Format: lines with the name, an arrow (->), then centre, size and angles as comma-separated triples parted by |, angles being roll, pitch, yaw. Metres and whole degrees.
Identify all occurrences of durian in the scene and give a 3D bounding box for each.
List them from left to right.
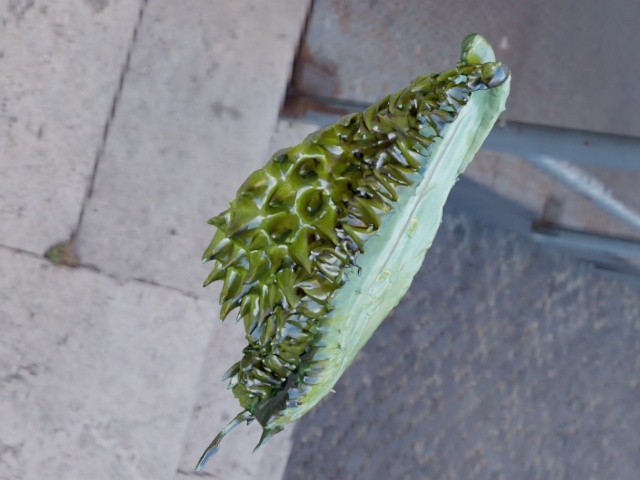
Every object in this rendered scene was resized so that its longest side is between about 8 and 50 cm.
durian -> 0.002, 0.005, 0.863 | 0.132, 0.106, 0.375 | -17, 148, -48
